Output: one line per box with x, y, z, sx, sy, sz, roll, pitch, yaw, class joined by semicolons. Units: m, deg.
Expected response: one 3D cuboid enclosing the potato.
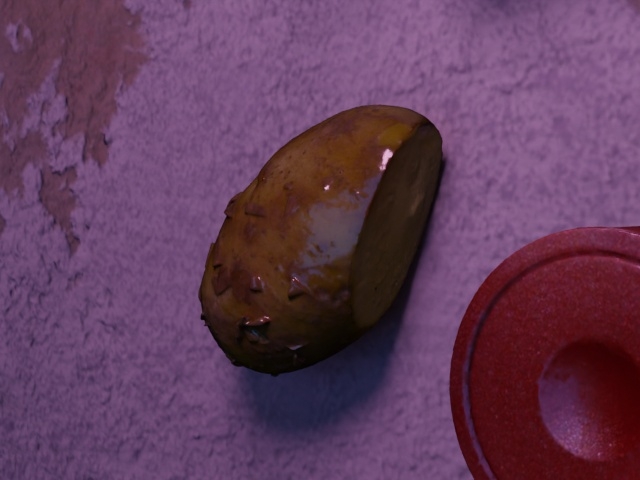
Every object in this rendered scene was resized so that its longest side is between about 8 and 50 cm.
0.000;0.000;1.252;0.176;0.141;0.298;46;118;18;potato

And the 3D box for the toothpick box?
0.259;0.086;0.926;0.204;0.333;0.204;1;91;38;toothpick box
